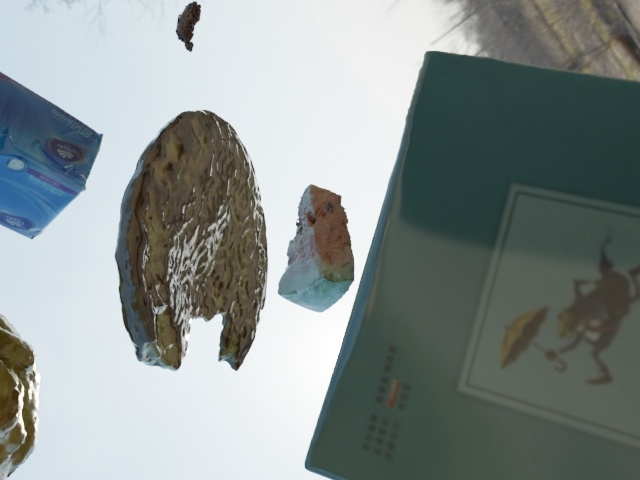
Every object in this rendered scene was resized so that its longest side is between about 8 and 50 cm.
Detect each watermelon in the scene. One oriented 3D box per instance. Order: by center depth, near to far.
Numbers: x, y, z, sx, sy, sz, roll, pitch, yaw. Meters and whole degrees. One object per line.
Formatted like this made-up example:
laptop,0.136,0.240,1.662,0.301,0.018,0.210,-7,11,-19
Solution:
watermelon,0.000,0.000,1.164,0.095,0.154,0.241,18,-122,-28

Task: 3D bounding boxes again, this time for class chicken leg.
chicken leg,-0.189,-0.304,0.872,0.021,0.036,0.083,32,-118,-57

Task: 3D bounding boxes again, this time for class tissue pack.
tissue pack,-0.510,-0.143,0.944,0.263,0.198,0.146,32,-138,-34

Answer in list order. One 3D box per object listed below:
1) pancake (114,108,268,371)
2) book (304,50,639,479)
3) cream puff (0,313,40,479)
pancake,-0.108,0.015,0.591,0.288,0.033,0.285,-66,-25,-56
book,0.198,0.051,0.302,0.031,0.380,0.264,40,-113,-69
cream puff,-0.388,0.147,0.575,0.244,0.244,0.196,49,172,-15
